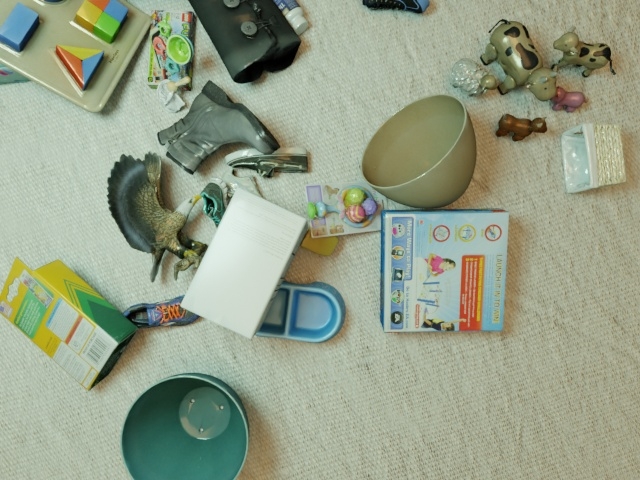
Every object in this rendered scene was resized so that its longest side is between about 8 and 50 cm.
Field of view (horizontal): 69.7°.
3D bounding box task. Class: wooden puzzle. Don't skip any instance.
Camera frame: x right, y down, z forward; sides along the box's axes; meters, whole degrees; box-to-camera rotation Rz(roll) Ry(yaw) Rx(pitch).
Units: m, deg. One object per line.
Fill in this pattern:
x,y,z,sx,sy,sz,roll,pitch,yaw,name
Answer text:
-0.646,-0.542,1.143,0.347,0.080,0.323,28,75,-22,wooden puzzle

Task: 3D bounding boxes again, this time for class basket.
0.711,-0.214,1.196,0.103,0.113,0.168,-6,88,-2,basket

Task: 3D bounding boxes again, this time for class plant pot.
-0.307,0.454,1.130,0.289,0.195,0.291,0,88,0,plant pot
0.000,0.000,1.207,0.083,0.081,0.082,31,88,-6,plant pot
0.268,-0.188,1.141,0.284,0.284,0.191,-50,125,-2,plant pot

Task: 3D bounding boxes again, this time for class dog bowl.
-0.080,0.184,1.201,0.296,0.074,0.166,7,88,1,dog bowl

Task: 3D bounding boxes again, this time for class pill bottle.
-0.087,-0.616,1.234,0.067,0.067,0.120,-37,88,-1,pill bottle

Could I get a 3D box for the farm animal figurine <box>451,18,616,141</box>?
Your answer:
0.552,-0.439,1.174,0.326,0.172,0.330,44,88,2,farm animal figurine

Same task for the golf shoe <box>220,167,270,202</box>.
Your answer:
-0.187,-0.132,1.219,0.176,0.069,0.086,26,82,0,golf shoe

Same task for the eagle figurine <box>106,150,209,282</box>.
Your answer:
-0.402,-0.063,1.148,0.298,0.226,0.225,48,52,-14,eagle figurine

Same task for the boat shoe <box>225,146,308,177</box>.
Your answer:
-0.141,-0.203,1.214,0.219,0.078,0.070,-4,87,-2,boat shoe

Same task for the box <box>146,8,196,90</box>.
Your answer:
-0.404,-0.516,1.246,0.113,0.036,0.207,3,88,0,box

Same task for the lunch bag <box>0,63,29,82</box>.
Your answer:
-0.823,-0.542,1.211,0.278,0.108,0.224,-8,89,-2,lunch bag

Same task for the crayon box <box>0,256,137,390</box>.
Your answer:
-0.641,0.196,1.157,0.323,0.083,0.203,40,116,1,crayon box

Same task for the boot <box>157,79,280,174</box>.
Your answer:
-0.261,-0.245,1.156,0.223,0.118,0.338,-48,51,-1,boot

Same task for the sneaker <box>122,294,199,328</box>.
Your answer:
-0.412,0.194,1.194,0.220,0.087,0.084,-12,89,0,sneaker

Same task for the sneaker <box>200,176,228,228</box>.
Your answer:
-0.271,-0.075,1.183,0.064,0.076,0.167,4,124,23,sneaker

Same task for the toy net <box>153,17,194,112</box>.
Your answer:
-0.388,-0.427,1.167,0.122,0.045,0.232,31,130,0,toy net

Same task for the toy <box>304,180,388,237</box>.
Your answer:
0.082,-0.087,1.178,0.237,0.056,0.137,-7,88,-23,toy

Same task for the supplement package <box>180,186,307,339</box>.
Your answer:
-0.168,0.054,1.084,0.177,0.175,0.293,26,86,1,supplement package

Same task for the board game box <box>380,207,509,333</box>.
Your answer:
0.307,0.074,1.169,0.301,0.086,0.309,0,100,0,board game box

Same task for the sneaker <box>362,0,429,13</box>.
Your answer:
0.173,-0.655,1.234,0.232,0.081,0.091,31,91,8,sneaker

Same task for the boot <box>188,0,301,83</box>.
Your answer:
-0.312,-0.591,1.173,0.366,0.146,0.446,-32,93,-12,boot
